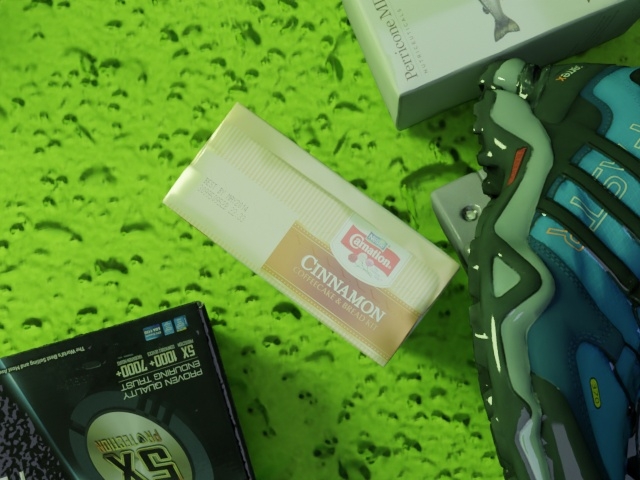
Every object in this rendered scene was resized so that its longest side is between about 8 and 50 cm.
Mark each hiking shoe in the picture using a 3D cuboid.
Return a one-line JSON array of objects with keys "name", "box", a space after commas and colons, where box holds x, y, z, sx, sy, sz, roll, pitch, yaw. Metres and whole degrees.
[{"name": "hiking shoe", "box": [0.146, 0.013, 0.408, 0.132, 0.113, 0.303, -5, 56, 17]}]

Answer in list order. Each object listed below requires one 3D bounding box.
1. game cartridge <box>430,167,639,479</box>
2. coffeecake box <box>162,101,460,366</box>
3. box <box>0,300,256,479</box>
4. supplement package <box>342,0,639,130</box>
[{"name": "game cartridge", "box": [0.234, 0.056, 0.455, 0.230, 0.068, 0.355, -27, 52, 5]}, {"name": "coffeecake box", "box": [0.000, 0.000, 0.497, 0.142, 0.185, 0.068, 37, 90, 4]}, {"name": "box", "box": [-0.146, 0.134, 0.523, 0.180, 0.077, 0.147, -15, 87, -21]}, {"name": "supplement package", "box": [0.113, -0.162, 0.537, 0.179, 0.105, 0.105, -24, 85, 2]}]
